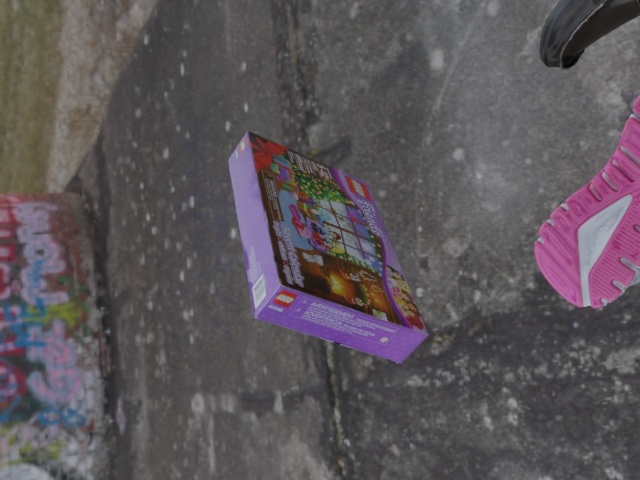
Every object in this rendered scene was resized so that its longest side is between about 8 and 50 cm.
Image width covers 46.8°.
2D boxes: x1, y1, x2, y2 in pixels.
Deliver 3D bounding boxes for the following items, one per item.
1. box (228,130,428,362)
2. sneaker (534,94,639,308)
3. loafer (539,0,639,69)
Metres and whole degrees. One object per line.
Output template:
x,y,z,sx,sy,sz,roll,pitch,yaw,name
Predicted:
0.000,0.000,0.900,0.057,0.201,0.293,-52,34,28,box
0.278,-0.056,0.570,0.103,0.111,0.252,55,130,23,sneaker
0.324,-0.269,0.819,0.078,0.080,0.220,47,141,18,loafer
